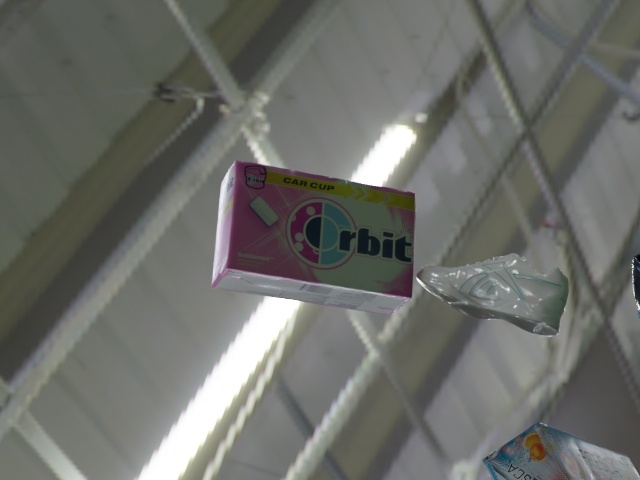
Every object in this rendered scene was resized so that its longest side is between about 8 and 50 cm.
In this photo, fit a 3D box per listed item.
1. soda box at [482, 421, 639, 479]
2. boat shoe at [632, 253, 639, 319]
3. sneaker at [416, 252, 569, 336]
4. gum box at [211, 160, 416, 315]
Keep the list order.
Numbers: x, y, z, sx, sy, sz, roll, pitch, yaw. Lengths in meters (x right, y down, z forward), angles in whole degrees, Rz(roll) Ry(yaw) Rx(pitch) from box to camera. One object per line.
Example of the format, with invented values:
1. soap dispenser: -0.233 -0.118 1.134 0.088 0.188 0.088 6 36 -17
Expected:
1. soda box: 0.205 0.200 1.196 0.058 0.063 0.183 -38 -33 18
2. boat shoe: 0.412 0.040 1.456 0.109 0.258 0.089 -36 -72 -47
3. sneaker: 0.159 0.041 1.351 0.053 0.152 0.061 40 -111 -54
4. gum box: 0.000 0.000 1.378 0.188 0.062 0.107 10 -111 -15
